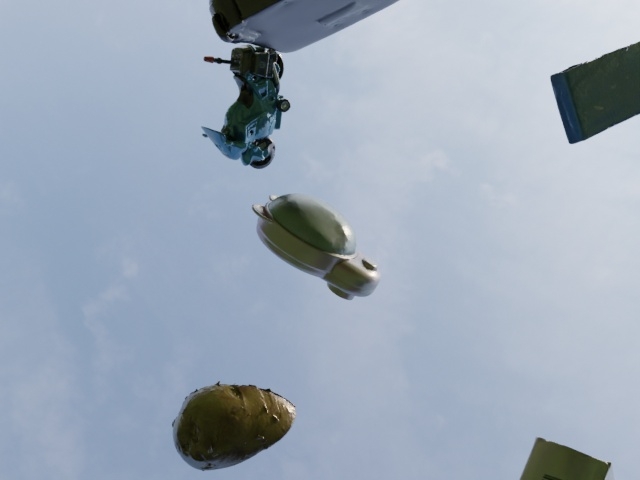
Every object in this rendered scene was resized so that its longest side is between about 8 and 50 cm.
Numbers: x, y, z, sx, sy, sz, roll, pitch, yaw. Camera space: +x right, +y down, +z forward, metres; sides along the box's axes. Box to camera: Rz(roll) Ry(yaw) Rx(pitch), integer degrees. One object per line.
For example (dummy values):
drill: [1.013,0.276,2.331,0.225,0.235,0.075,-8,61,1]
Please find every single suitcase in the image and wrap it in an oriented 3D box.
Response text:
suitcase: [-0.002,-0.461,1.196,0.345,0.339,0.188,-22,-94,24]

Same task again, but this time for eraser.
eraser: [0.592,-0.307,1.398,0.312,0.043,0.144,-24,-80,-28]

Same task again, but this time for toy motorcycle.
toy motorcycle: [-0.160,-0.284,1.475,0.182,0.272,0.124,-5,-160,-39]

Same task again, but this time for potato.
potato: [-0.122,0.253,0.944,0.172,0.100,0.089,-19,-157,2]

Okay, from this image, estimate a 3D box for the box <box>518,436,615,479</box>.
box: [0.319,0.433,0.925,0.106,0.299,0.200,11,-129,36]

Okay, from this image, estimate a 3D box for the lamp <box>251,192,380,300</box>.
lamp: [0.002,-0.001,1.179,0.246,0.179,0.108,37,-69,2]
